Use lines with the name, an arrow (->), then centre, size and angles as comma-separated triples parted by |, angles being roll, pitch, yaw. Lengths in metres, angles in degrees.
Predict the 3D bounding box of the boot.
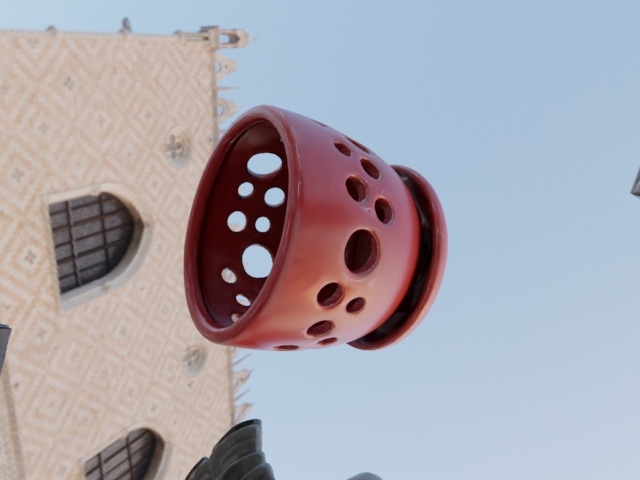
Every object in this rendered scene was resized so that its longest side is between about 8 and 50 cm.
boot -> -0.052, 0.243, 0.626 | 0.246, 0.083, 0.161 | -43, -130, 25

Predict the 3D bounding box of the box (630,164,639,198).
box -> 0.260, -0.064, 0.303 | 0.207, 0.036, 0.114 | 13, -98, 68

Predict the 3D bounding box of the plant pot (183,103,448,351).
plant pot -> 0.000, 0.000, 0.537 | 0.191, 0.174, 0.191 | -27, -122, 53

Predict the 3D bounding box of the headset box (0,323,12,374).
headset box -> -0.363, 0.172, 0.466 | 0.246, 0.131, 0.283 | -8, -111, 42
